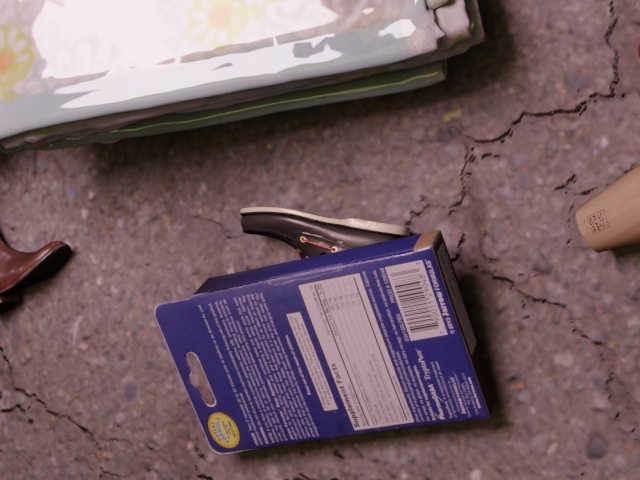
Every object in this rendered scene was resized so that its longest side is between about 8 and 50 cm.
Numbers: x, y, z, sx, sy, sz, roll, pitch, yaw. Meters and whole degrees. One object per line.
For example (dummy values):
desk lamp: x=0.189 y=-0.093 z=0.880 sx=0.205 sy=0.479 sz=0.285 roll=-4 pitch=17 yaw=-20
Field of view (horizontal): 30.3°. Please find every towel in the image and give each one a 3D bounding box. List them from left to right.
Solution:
towel: x=-0.090 y=-0.243 z=0.835 sx=0.374 sy=0.090 sz=0.321 roll=-9 pitch=84 yaw=12

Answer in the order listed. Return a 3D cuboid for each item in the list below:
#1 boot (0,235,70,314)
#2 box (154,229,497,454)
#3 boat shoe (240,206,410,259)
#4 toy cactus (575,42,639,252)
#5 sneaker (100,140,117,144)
boot: x=-0.273 y=-0.008 z=1.002 sx=0.106 sy=0.037 sz=0.114 roll=-36 pitch=74 yaw=20
box: x=0.000 y=0.079 z=0.856 sx=0.225 sy=0.036 sz=0.136 roll=-12 pitch=110 yaw=23
boat shoe: x=-0.001 y=0.000 z=0.868 sx=0.133 sy=0.049 sz=0.042 roll=11 pitch=89 yaw=19
toy cactus: x=0.244 y=-0.037 z=0.737 sx=0.180 sy=0.112 sz=0.219 roll=-29 pitch=90 yaw=33
sneaker: x=-0.238 y=-0.125 z=0.963 sx=0.211 sy=0.080 sz=0.081 roll=31 pitch=120 yaw=24
